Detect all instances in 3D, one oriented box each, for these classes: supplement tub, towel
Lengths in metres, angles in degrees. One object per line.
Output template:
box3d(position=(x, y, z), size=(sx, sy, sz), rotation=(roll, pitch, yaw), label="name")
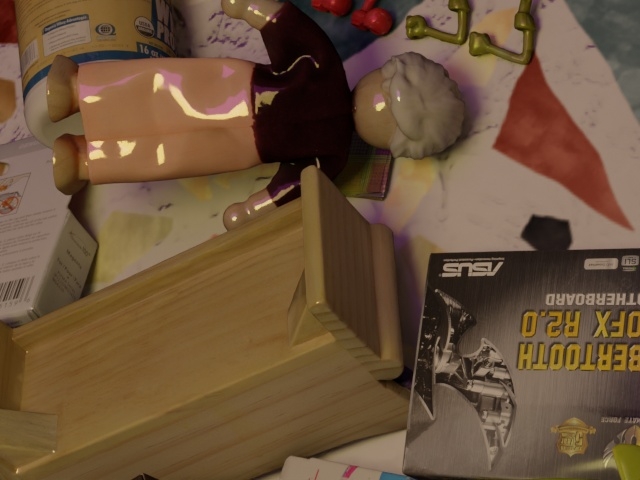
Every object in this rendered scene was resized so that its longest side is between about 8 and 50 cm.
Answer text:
box3d(position=(-0.206, -0.192, 1.738), size=(0.144, 0.144, 0.199), rotation=(-21, 62, 22), label="supplement tub")
box3d(position=(0.037, -0.075, 1.630), size=(0.060, 0.009, 0.083), rotation=(2, 71, 32), label="towel")

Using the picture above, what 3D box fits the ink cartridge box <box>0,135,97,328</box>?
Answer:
box3d(position=(-0.335, 0.016, 1.788), size=(0.275, 0.060, 0.239), rotation=(-12, 42, 27), label="ink cartridge box")

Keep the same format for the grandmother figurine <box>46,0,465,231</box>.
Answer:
box3d(position=(-0.051, -0.111, 1.581), size=(0.343, 0.207, 0.104), rotation=(-1, 26, 4), label="grandmother figurine")

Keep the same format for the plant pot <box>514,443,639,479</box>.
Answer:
box3d(position=(0.190, 0.272, 1.275), size=(0.207, 0.228, 0.227), rotation=(-24, 62, 13), label="plant pot")

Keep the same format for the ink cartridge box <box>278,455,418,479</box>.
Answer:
box3d(position=(0.025, 0.230, 1.461), size=(0.181, 0.062, 0.104), rotation=(1, 69, 60), label="ink cartridge box")

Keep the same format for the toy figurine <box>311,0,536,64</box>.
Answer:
box3d(position=(0.030, -0.303, 1.599), size=(0.363, 0.217, 0.191), rotation=(24, 85, 36), label="toy figurine")

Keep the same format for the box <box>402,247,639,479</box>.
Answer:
box3d(position=(0.184, 0.100, 1.445), size=(0.231, 0.056, 0.183), rotation=(-1, 70, 31), label="box")

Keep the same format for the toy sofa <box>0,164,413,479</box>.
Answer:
box3d(position=(-0.101, 0.102, 1.565), size=(0.363, 0.177, 0.150), rotation=(-24, 44, 22), label="toy sofa")

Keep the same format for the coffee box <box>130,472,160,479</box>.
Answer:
box3d(position=(-0.190, 0.302, 1.536), size=(0.246, 0.141, 0.098), rotation=(-31, 58, 15), label="coffee box")
